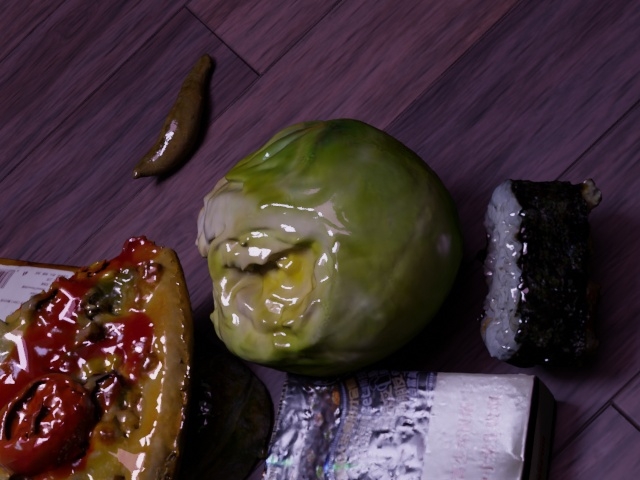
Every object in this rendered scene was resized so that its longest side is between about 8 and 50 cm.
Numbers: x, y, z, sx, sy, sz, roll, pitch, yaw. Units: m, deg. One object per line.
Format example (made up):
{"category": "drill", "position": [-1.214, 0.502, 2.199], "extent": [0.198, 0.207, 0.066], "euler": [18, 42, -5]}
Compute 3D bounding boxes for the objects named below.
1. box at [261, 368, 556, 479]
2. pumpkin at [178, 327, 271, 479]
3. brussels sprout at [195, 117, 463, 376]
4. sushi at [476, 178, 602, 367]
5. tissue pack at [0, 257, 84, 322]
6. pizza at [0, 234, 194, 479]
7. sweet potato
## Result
{"category": "box", "position": [0.092, 0.247, 1.184], "extent": [0.310, 0.084, 0.198], "euler": [-1, 63, 28]}
{"category": "pumpkin", "position": [-0.152, 0.179, 1.346], "extent": [0.163, 0.111, 0.278], "euler": [-13, 56, 17]}
{"category": "brussels sprout", "position": [0.000, 0.000, 1.242], "extent": [0.344, 0.268, 0.344], "euler": [-10, 33, 6]}
{"category": "sushi", "position": [0.241, 0.040, 1.190], "extent": [0.115, 0.147, 0.212], "euler": [7, 67, -15]}
{"category": "tissue pack", "position": [-0.420, 0.116, 1.523], "extent": [0.226, 0.092, 0.183], "euler": [6, 57, 31]}
{"category": "pizza", "position": [-0.353, 0.188, 1.253], "extent": [0.406, 0.130, 0.439], "euler": [2, 63, 4]}
{"category": "sweet potato", "position": [-0.205, -0.186, 1.617], "extent": [0.069, 0.059, 0.249], "euler": [-1, 58, 42]}
